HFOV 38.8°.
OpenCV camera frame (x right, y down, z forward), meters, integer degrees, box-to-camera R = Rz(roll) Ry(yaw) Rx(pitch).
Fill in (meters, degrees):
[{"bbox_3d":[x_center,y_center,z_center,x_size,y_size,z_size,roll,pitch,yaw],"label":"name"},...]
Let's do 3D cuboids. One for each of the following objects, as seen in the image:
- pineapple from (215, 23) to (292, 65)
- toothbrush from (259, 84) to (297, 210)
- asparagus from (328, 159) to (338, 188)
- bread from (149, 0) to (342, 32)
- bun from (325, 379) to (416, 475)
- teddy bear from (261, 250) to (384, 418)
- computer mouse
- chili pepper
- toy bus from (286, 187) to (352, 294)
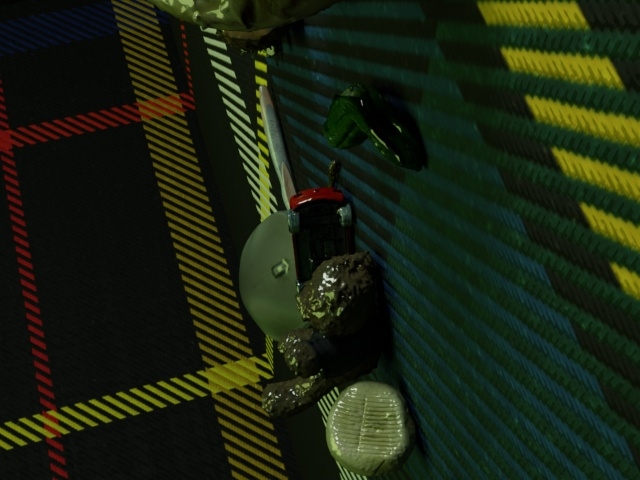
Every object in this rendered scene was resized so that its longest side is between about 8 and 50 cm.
[{"bbox_3d":[-0.091,-0.309,1.262,0.251,0.125,0.125,-100,-3,-87],"label":"pineapple"},{"bbox_3d":[-0.052,-0.080,1.527,0.037,0.028,0.375,158,98,-74],"label":"toothbrush"},{"bbox_3d":[0.013,-0.067,1.226,0.166,0.013,0.016,100,-164,-64],"label":"asparagus"},{"bbox_3d":[-0.059,-0.300,0.649,0.158,0.305,0.306,-36,-60,-55],"label":"bread"},{"bbox_3d":[0.062,0.229,1.101,0.069,0.115,0.115,78,173,-64],"label":"bun"},{"bbox_3d":[0.018,0.118,1.138,0.251,0.129,0.182,110,176,-46],"label":"teddy bear"},{"bbox_3d":[-0.069,0.064,1.500,0.197,0.095,0.331,67,158,10],"label":"computer mouse"},{"bbox_3d":[0.047,-0.114,0.878,0.182,0.050,0.073,-138,43,-68],"label":"chili pepper"},{"bbox_3d":[0.000,0.000,1.214,0.089,0.081,0.195,-101,4,-47],"label":"toy bus"}]
